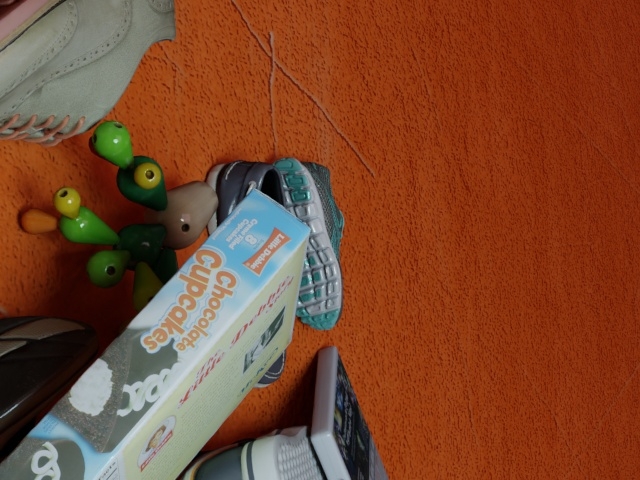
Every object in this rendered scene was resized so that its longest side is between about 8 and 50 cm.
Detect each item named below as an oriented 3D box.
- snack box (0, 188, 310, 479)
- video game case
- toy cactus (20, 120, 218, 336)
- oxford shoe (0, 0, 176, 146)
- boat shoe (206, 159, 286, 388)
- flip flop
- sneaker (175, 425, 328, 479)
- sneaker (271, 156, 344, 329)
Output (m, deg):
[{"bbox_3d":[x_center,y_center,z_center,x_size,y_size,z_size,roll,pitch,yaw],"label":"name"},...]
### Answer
[{"bbox_3d":[-0.128,0.128,1.096,0.322,0.060,0.187,-49,166,-26],"label":"snack box"},{"bbox_3d":[0.032,0.210,1.412,0.190,0.022,0.173,-83,154,-70],"label":"video game case"},{"bbox_3d":[-0.143,0.002,1.232,0.180,0.112,0.219,-44,121,-58],"label":"toy cactus"},{"bbox_3d":[-0.215,-0.123,1.123,0.397,0.140,0.146,-48,128,-44],"label":"oxford shoe"},{"bbox_3d":[-0.054,0.029,1.366,0.075,0.065,0.206,-8,90,-54],"label":"boat shoe"},{"bbox_3d":[-0.249,0.154,1.059,0.277,0.112,0.080,-60,147,-39],"label":"flip flop"},{"bbox_3d":[-0.055,0.226,1.295,0.321,0.127,0.126,46,25,-72],"label":"sneaker"},{"bbox_3d":[0.000,0.000,1.450,0.076,0.065,0.166,-17,99,-57],"label":"sneaker"}]
